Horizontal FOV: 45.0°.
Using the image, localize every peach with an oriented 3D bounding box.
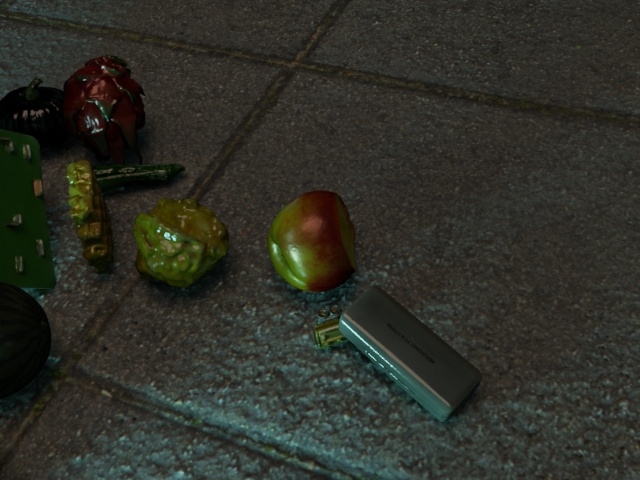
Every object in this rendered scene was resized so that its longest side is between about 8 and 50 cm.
[{"bbox_3d":[0.000,0.000,1.438,0.192,0.190,0.190,-28,50,-24],"label":"peach"}]

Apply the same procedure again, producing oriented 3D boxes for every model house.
[{"bbox_3d":[-0.725,-0.016,1.548,0.312,0.242,0.358,-21,76,32],"label":"model house"}]

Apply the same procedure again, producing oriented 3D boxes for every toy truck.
[{"bbox_3d":[0.045,0.150,1.377,0.123,0.052,0.063,-16,51,-7],"label":"toy truck"}]

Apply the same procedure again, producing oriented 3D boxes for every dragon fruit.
[{"bbox_3d":[-0.485,-0.285,1.747,0.192,0.274,0.192,-4,4,-24],"label":"dragon fruit"}]

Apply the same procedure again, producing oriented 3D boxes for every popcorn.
[{"bbox_3d":[-0.271,0.010,1.486,0.197,0.156,0.198,4,28,-2],"label":"popcorn"}]

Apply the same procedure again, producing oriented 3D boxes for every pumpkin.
[{"bbox_3d":[-0.670,-0.289,1.821,0.194,0.150,0.194,-19,43,19],"label":"pumpkin"}]

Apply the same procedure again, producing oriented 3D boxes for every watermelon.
[{"bbox_3d":[-0.571,0.170,1.324,0.212,0.212,0.212,-3,46,3],"label":"watermelon"}]

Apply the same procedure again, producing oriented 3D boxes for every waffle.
[{"bbox_3d":[-0.457,-0.040,1.540,0.055,0.161,0.211,-14,46,-7],"label":"waffle"}]

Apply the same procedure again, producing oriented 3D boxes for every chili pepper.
[{"bbox_3d":[-0.412,-0.147,1.711,0.226,0.059,0.088,-9,42,-4],"label":"chili pepper"}]

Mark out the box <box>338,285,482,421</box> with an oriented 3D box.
[{"bbox_3d":[0.147,0.186,1.291,0.243,0.055,0.103,40,61,19],"label":"box"}]
